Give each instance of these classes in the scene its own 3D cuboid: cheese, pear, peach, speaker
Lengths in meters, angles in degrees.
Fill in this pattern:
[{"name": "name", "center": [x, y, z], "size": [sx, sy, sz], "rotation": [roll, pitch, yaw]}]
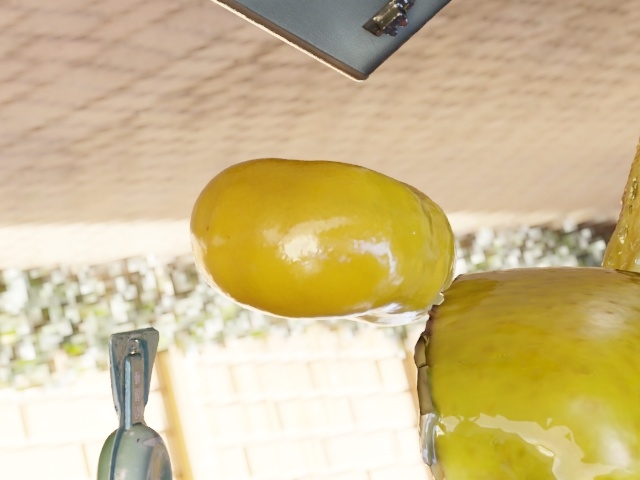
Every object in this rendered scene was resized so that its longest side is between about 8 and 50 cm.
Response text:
[{"name": "cheese", "center": [-0.090, 0.103, 0.808], "size": [0.026, 0.120, 0.067], "rotation": [-2, 180, 14]}, {"name": "pear", "center": [0.170, 0.178, 0.826], "size": [0.191, 0.340, 0.386], "rotation": [-6, 159, 11]}, {"name": "peach", "center": [0.000, 0.000, 1.073], "size": [0.179, 0.103, 0.179], "rotation": [14, -178, 0]}, {"name": "speaker", "center": [-0.016, -0.270, 1.404], "size": [0.153, 0.192, 0.231], "rotation": [-41, 139, 23]}]

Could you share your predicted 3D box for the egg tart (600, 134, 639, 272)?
[{"name": "egg tart", "center": [0.316, -0.013, 1.429], "size": [0.132, 0.341, 0.341], "rotation": [15, 171, 10]}]
